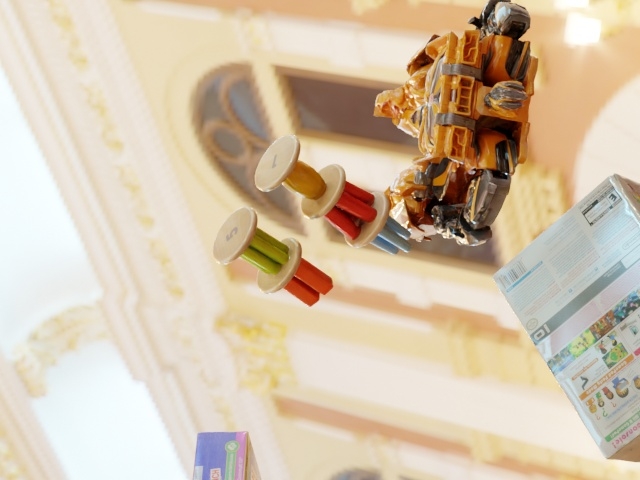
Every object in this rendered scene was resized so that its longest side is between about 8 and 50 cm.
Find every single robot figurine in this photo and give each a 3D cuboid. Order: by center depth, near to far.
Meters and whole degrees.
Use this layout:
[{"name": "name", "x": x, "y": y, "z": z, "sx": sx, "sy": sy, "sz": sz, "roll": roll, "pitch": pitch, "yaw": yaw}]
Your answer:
[{"name": "robot figurine", "x": 0.107, "y": -0.092, "z": 1.369, "sx": 0.291, "sy": 0.085, "sz": 0.211, "roll": 140, "pitch": 138, "yaw": -76}]

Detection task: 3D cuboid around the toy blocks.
[{"name": "toy blocks", "x": 0.000, "y": 0.000, "z": 1.332, "sx": 0.148, "sy": 0.054, "sz": 0.123, "roll": 32, "pitch": -94, "yaw": -28}]

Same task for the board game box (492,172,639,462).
[{"name": "board game box", "x": 0.396, "y": 0.101, "z": 2.083, "sx": 0.224, "sy": 0.303, "sz": 0.097, "roll": -43, "pitch": -32, "yaw": 24}]

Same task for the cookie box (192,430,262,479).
[{"name": "cookie box", "x": -0.063, "y": 0.203, "z": 1.140, "sx": 0.091, "sy": 0.040, "sz": 0.107, "roll": -87, "pitch": -11, "yaw": -45}]
